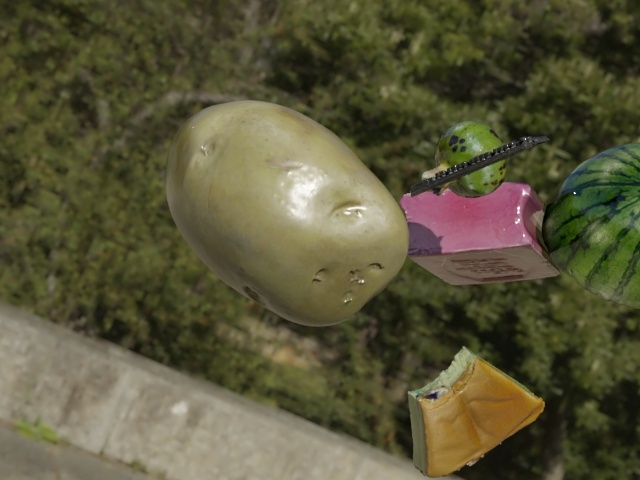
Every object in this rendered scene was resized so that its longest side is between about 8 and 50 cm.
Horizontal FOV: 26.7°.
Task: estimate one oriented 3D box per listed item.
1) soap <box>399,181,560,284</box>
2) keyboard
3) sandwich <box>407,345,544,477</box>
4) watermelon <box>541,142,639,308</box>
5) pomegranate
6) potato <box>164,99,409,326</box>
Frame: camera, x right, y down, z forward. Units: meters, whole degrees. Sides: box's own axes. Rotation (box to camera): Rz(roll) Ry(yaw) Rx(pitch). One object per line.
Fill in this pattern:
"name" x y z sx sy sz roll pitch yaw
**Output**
"soap" 0.303 -0.009 2.485 0.233 0.128 0.359 -5 -12 18
"keyboard" 0.200 -0.097 1.729 0.195 0.018 0.060 -22 -4 40
"sandwich" 0.254 0.250 2.139 0.063 0.245 0.212 41 -30 41
"watermelon" 0.559 -0.062 2.347 0.331 0.331 0.189 24 -42 12
"pomegranate" 0.212 -0.113 2.034 0.122 0.161 0.122 45 -29 33
"potato" -0.053 -0.041 1.620 0.326 0.221 0.243 43 -5 20
